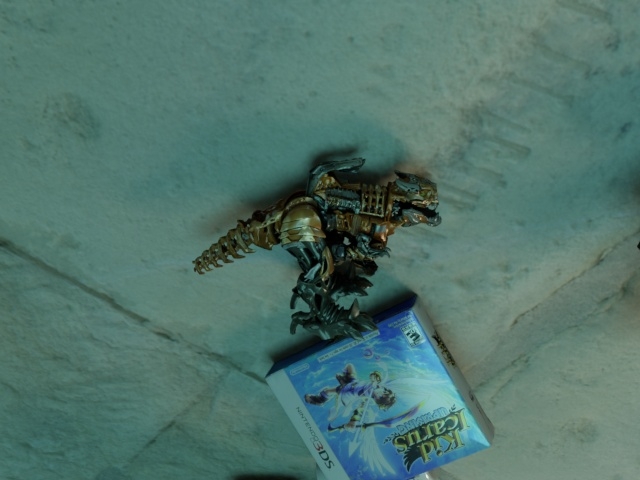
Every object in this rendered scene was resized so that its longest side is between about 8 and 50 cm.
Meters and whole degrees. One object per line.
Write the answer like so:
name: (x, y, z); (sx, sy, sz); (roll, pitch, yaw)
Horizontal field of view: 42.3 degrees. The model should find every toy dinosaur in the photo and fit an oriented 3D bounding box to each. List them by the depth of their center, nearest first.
toy dinosaur: (0.000, 0.000, 1.105); (0.321, 0.164, 0.218); (-2, 116, 25)

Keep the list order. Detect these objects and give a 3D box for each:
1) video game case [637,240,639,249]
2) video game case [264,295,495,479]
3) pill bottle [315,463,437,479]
video game case: (0.569, -0.050, 1.000); (0.248, 0.035, 0.275); (27, 104, 1)
video game case: (0.089, 0.250, 1.266); (0.269, 0.061, 0.244); (-28, 98, 21)
pill bottle: (0.093, 0.380, 1.398); (0.186, 0.112, 0.112); (-21, 126, 16)
